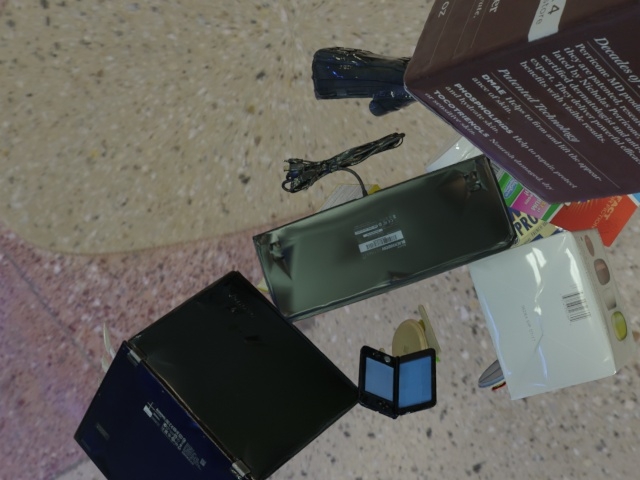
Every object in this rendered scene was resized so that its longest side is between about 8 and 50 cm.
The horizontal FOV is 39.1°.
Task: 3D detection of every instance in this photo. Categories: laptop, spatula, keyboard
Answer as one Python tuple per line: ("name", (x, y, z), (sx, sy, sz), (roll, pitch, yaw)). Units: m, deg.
("laptop", (-0.205, 0.339, 1.725), (0.382, 0.236, 0.408), (42, 115, 24))
("spatula", (-0.469, 0.299, 2.001), (0.019, 0.242, 0.168), (-3, 66, -7))
("keyboard", (0.065, -0.035, 1.130), (0.317, 0.033, 0.201), (-19, 83, 9))

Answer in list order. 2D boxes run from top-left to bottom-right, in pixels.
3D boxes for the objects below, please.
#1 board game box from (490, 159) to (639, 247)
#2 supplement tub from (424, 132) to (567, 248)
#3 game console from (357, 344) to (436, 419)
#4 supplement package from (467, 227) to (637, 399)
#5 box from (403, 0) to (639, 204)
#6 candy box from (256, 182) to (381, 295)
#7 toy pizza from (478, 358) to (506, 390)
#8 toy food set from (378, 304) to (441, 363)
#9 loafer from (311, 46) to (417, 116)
("board game box", (0.431, -0.137, 1.476), (0.317, 0.064, 0.242), (17, 112, -36))
("supplement tub", (0.398, -0.109, 1.922), (0.316, 0.228, 0.228), (45, 98, -4))
("game console", (0.123, 0.217, 1.450), (0.107, 0.122, 0.071), (25, 130, -16))
("supplement package", (0.328, 0.095, 1.257), (0.149, 0.203, 0.194), (-19, 84, 26))
("box", (0.199, -0.143, 0.601), (0.167, 0.203, 0.168), (34, 67, -26))
("candy box", (0.000, 0.000, 1.291), (0.027, 0.105, 0.206), (47, 72, -27))
("toy pizza", (0.401, 0.240, 1.796), (0.201, 0.201, 0.032), (-37, 87, 7))
("toy food set", (0.190, 0.224, 1.823), (0.039, 0.132, 0.192), (3, 144, -29))
("loafer", (0.088, -0.195, 1.145), (0.223, 0.076, 0.078), (15, 113, 28))
